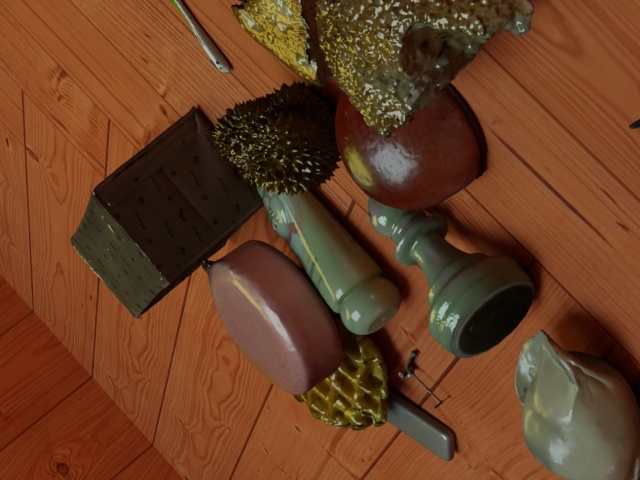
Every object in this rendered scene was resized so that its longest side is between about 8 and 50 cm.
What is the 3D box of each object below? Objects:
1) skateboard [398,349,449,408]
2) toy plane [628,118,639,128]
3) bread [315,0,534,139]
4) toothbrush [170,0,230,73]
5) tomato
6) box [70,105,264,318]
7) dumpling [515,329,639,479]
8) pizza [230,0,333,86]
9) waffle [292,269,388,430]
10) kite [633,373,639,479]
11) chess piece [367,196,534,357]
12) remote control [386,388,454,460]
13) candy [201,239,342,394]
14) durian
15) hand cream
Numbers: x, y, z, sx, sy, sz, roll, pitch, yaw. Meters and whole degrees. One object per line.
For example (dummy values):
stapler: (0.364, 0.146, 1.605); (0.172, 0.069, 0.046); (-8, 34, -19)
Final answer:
skateboard: (0.160, 0.209, 2.157); (0.083, 0.032, 0.064); (45, 147, 20)
toy plane: (0.340, -0.055, 1.353); (0.234, 0.082, 0.160); (55, -176, -10)
bread: (0.086, -0.235, 1.431); (0.192, 0.171, 0.314); (48, 157, -4)
toothbrush: (-0.212, -0.338, 2.014); (0.263, 0.026, 0.022); (53, 164, -6)
tomato: (0.081, -0.117, 1.702); (0.199, 0.112, 0.228); (52, 155, 1)
box: (-0.248, -0.036, 2.288); (0.190, 0.225, 0.297); (48, 158, 1)
dumpling: (0.311, 0.215, 1.741); (0.162, 0.132, 0.250); (23, 140, 59)
pizza: (-0.031, -0.288, 1.705); (0.154, 0.069, 0.194); (43, 150, 19)
waffle: (-0.003, 0.176, 2.312); (0.325, 0.068, 0.302); (-12, 108, 59)
kite: (0.459, 0.295, 1.749); (0.335, 0.011, 0.314); (57, 157, -16)
chess piece: (0.138, 0.011, 1.802); (0.271, 0.139, 0.139); (50, 161, 34)
remote control: (0.119, 0.269, 2.326); (0.261, 0.029, 0.067); (31, 143, 35)
candy: (-0.074, 0.111, 2.164); (0.255, 0.094, 0.255); (45, 157, 26)
durian: (-0.044, -0.129, 1.844); (0.158, 0.168, 0.137); (59, 156, 29)
hand cream: (0.000, 0.000, 2.080); (0.306, 0.093, 0.147); (52, 161, 20)
